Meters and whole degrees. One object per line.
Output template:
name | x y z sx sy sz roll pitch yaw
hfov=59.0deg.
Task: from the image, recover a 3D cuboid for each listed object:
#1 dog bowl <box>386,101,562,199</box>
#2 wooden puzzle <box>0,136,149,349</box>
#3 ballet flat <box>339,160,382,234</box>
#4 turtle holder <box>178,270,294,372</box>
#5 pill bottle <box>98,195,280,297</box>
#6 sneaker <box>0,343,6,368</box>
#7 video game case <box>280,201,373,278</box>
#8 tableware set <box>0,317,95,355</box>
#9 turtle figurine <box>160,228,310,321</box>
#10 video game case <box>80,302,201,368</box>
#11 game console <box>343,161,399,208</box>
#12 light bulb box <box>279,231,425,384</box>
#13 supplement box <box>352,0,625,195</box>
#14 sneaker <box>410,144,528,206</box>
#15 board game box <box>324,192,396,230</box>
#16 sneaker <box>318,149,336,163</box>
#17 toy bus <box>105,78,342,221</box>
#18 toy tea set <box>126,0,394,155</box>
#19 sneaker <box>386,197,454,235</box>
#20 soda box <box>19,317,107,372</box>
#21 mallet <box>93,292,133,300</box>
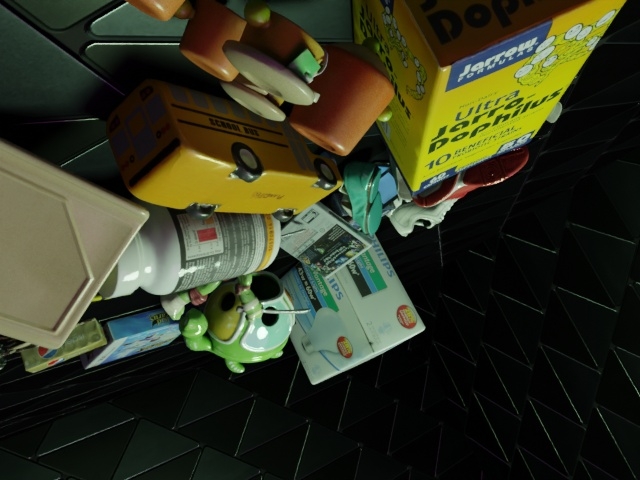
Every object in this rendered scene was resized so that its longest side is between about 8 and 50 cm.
dog bowl | 0.288 -0.210 1.122 0.349 0.102 0.349 -23 166 -6
wooden puzzle | -0.351 0.006 0.642 0.221 0.044 0.238 30 107 -35
ballet flat | 0.085 -0.096 1.211 0.083 0.087 0.247 -61 163 -21
turtle holder | -0.224 0.199 1.561 0.320 0.243 0.227 9 131 -15
pill bottle | -0.214 -0.004 0.893 0.278 0.162 0.162 -12 161 -42
sneaker | -0.701 0.219 1.082 0.106 0.078 0.234 -18 164 -5
video game case | 0.000 0.000 1.320 0.190 0.173 0.022 -40 -160 45
tableware set | -0.549 0.176 1.103 0.194 0.039 0.128 -16 -173 37
turtle figurine | -0.173 0.083 1.176 0.266 0.197 0.275 -18 168 19
video game case | -0.509 0.266 1.602 0.270 0.061 0.244 -11 162 -44
game console | 0.125 -0.118 1.255 0.122 0.107 0.071 -37 -170 42
light bulb box | 0.068 0.212 1.771 0.225 0.357 0.361 -16 163 -38
supplement box | 0.163 -0.223 0.660 0.194 0.195 0.356 -25 166 0
sneaker | 0.284 -0.132 1.064 0.221 0.087 0.128 -18 179 28
board game box | 0.054 -0.059 1.365 0.194 0.060 0.194 -32 163 28
sneaker | -0.018 -0.115 1.051 0.059 0.053 0.144 -13 161 -32
toy bus | -0.107 -0.107 0.761 0.108 0.130 0.333 -34 164 28
toy tea set | -0.041 -0.198 0.529 0.124 0.200 0.336 -60 163 1
sneaker | 0.308 -0.100 1.534 0.292 0.118 0.110 -22 164 -17
soda box | -0.618 0.253 1.364 0.181 0.061 0.058 -21 165 -14
mallet | -0.480 0.126 1.196 0.062 0.039 0.190 -30 170 21
